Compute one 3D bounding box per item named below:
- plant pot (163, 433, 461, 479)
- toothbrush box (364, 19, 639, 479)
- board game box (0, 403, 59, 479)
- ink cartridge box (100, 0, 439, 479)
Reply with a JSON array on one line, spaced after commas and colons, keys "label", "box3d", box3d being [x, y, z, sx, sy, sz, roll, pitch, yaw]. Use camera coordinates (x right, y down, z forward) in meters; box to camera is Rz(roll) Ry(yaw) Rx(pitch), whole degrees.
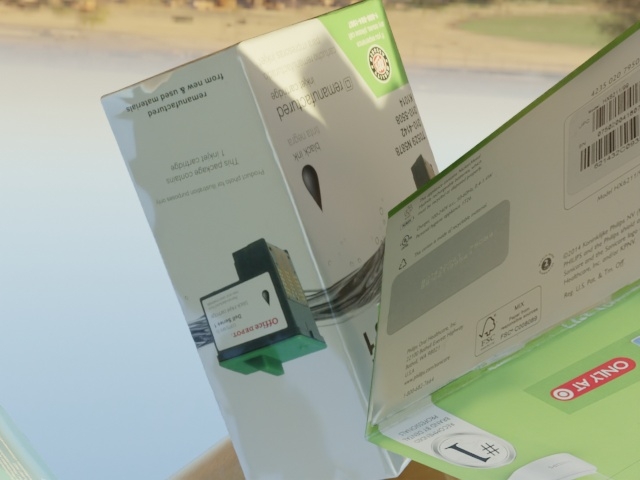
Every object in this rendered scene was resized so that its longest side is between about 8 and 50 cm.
[{"label": "plant pot", "box3d": [-0.014, 0.270, 1.001, 0.305, 0.334, 0.334, -29, 170, 28]}, {"label": "toothbrush box", "box3d": [0.192, 0.045, 0.484, 0.283, 0.122, 0.206, 27, 140, -22]}, {"label": "board game box", "box3d": [-0.232, 0.030, 0.394, 0.336, 0.079, 0.254, 44, 171, -38]}, {"label": "ink cartridge box", "box3d": [0.000, 0.000, 0.627, 0.092, 0.219, 0.160, -15, -169, 32]}]
